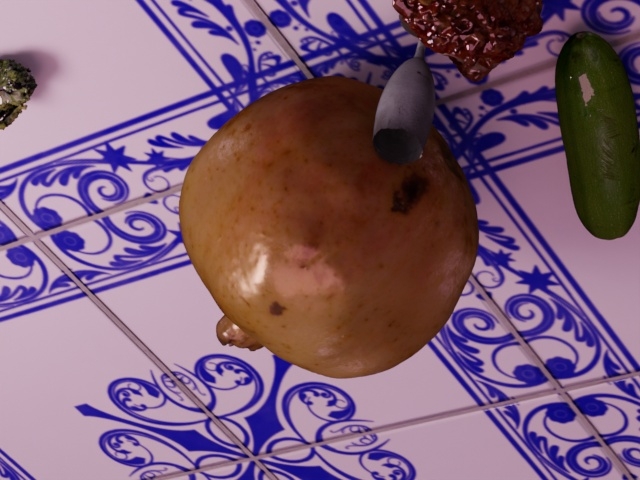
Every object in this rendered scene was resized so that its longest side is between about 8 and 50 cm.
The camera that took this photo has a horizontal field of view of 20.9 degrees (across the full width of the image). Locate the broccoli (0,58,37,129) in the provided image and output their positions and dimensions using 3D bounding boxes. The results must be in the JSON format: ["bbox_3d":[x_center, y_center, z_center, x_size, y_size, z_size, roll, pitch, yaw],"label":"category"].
[{"bbox_3d":[-0.374,-0.165,1.985,0.097,0.092,0.095,19,121,20],"label":"broccoli"}]

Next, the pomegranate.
[{"bbox_3d":[0.000,0.000,1.853,0.343,0.342,0.342,9,139,8],"label":"pomegranate"}]

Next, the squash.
[{"bbox_3d":[0.300,-0.100,1.848,0.082,0.082,0.292,0,137,17],"label":"squash"}]

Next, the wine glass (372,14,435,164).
[{"bbox_3d":[0.092,-0.161,1.754,0.066,0.198,0.066,9,139,8],"label":"wine glass"}]

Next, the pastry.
[{"bbox_3d":[0.128,-0.252,1.716,0.208,0.115,0.097,38,147,-26],"label":"pastry"}]
